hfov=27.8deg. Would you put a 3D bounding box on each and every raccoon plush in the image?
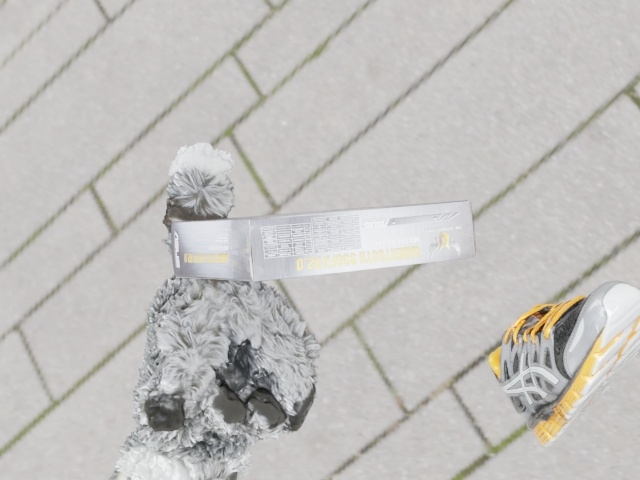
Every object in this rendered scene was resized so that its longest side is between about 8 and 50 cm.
[{"bbox_3d":[-0.148,0.142,1.631,0.299,0.216,0.446,131,148,-51],"label":"raccoon plush"}]

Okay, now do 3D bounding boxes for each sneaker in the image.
[{"bbox_3d":[0.170,0.079,0.920,0.084,0.215,0.083,-36,73,-23],"label":"sneaker"}]

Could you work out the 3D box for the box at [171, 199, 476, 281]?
[{"bbox_3d":[0.000,0.000,1.207,0.183,0.231,0.056,0,95,62],"label":"box"}]
